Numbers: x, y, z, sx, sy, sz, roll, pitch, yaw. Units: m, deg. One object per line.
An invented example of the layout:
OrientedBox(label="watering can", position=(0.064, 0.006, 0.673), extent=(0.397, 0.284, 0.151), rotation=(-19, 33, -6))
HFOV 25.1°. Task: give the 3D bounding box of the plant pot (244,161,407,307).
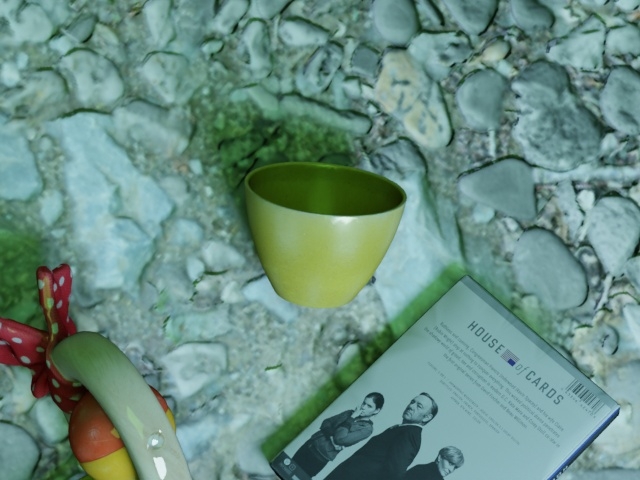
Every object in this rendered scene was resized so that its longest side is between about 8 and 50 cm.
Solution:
OrientedBox(label="plant pot", position=(0.000, 0.000, 1.196), extent=(0.134, 0.134, 0.095), rotation=(3, 111, -9))

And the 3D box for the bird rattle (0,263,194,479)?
OrientedBox(label="bird rattle", position=(-0.160, 0.136, 1.118), extent=(0.143, 0.207, 0.253), rotation=(-19, 97, -29))

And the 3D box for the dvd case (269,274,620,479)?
OrientedBox(label="dvd case", position=(0.102, 0.165, 1.197), extent=(0.239, 0.029, 0.179), rotation=(-43, 64, -11))
